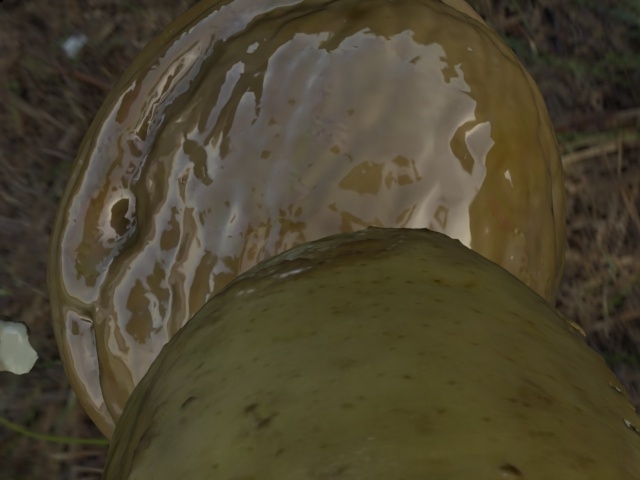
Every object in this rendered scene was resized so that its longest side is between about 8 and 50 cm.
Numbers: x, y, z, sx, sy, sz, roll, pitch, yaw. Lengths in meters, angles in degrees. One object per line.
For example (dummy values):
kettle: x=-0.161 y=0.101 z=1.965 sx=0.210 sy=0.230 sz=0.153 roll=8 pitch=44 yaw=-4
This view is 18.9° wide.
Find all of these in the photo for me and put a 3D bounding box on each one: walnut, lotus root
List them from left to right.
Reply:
walnut: x=0.000 y=0.000 z=1.088 sx=0.333 sy=0.333 sz=0.332 roll=-2 pitch=80 yaw=11
lotus root: x=0.013 y=0.087 z=0.448 sx=0.146 sy=0.284 sz=0.160 roll=29 pitch=109 yaw=-11

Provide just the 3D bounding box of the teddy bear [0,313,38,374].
teddy bear: x=-0.210 y=0.046 z=0.852 sx=0.140 sy=0.190 sz=0.177 roll=-17 pitch=105 yaw=-22

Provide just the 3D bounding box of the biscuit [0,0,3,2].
biscuit: x=-0.208 y=-0.203 z=0.963 sx=0.053 sy=0.194 sz=0.194 roll=-32 pitch=75 yaw=22
